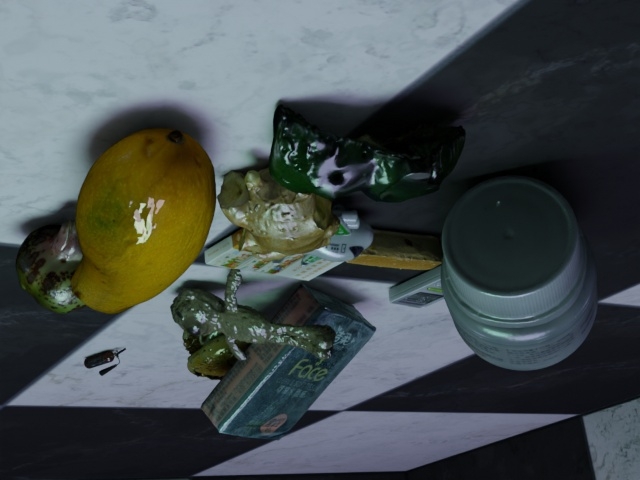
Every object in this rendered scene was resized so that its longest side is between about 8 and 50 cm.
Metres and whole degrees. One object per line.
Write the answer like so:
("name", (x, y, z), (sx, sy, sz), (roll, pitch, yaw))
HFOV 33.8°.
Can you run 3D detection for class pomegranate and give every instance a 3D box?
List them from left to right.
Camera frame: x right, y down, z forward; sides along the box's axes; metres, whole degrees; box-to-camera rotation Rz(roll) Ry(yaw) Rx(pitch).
("pomegranate", (-0.381, 0.032, 1.540), (0.125, 0.138, 0.163), (-29, 155, -20))

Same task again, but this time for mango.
("mango", (-0.234, -0.022, 1.397), (0.187, 0.144, 0.359), (-18, 155, -26))

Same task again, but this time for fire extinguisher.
("fire extinguisher", (-0.452, 0.259, 2.225), (0.100, 0.046, 0.032), (-19, 169, 30))

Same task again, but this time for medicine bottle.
("medicine bottle", (0.312, 0.053, 1.672), (0.245, 0.245, 0.306), (-11, 153, 10))

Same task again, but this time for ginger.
("ginger", (-0.059, -0.043, 1.492), (0.157, 0.102, 0.216), (-5, 148, 19))

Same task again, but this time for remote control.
("remote control", (0.244, 0.074, 1.997), (0.103, 0.034, 0.250), (11, 153, -40))

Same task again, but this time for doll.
("doll", (-0.127, 0.159, 1.889), (0.286, 0.091, 0.202), (29, 143, -9))

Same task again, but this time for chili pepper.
("chili pepper", (0.064, -0.098, 1.368), (0.264, 0.116, 0.148), (-2, 150, -17))

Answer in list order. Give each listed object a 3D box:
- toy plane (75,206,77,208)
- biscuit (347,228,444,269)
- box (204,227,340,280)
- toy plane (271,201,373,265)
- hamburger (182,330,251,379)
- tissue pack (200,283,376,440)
("toy plane", (-0.306, -0.047, 1.500), (0.078, 0.031, 0.083), (-17, 158, -11))
("biscuit", (0.123, 0.013, 1.769), (0.188, 0.056, 0.052), (6, 158, -33))
("box", (-0.069, 0.023, 1.758), (0.220, 0.032, 0.122), (12, 151, -40))
("toy plane", (0.000, -0.003, 1.649), (0.174, 0.080, 0.174), (-8, 158, -3))
("hamburger", (-0.190, 0.212, 2.098), (0.177, 0.113, 0.185), (-15, 159, 21))
("tissue pack", (-0.061, 0.241, 2.040), (0.315, 0.103, 0.228), (-50, 150, 9))
